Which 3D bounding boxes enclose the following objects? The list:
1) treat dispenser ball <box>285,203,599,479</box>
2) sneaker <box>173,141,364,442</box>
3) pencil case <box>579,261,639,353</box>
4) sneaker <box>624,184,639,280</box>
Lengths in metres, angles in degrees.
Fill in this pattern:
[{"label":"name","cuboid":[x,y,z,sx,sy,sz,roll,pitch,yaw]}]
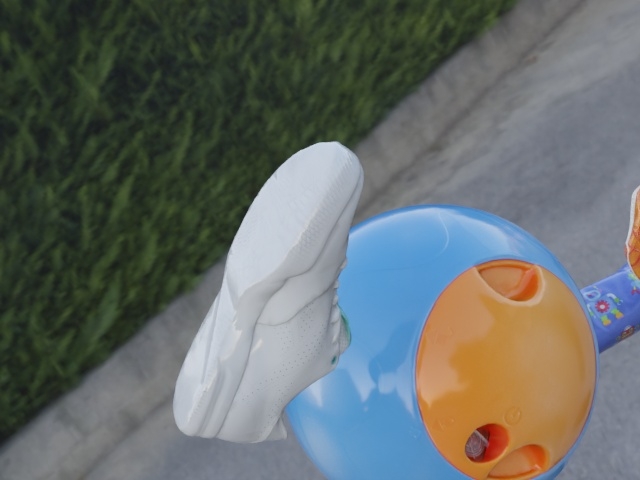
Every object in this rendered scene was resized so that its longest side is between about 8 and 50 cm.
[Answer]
[{"label":"treat dispenser ball","cuboid":[0.105,0.110,0.862,0.288,0.288,0.288,-28,17,9]},{"label":"sneaker","cuboid":[-0.013,0.039,0.596,0.212,0.094,0.080,-62,26,21]},{"label":"pencil case","cuboid":[0.523,0.132,1.747,0.306,0.119,0.133,-28,57,-13]},{"label":"sneaker","cuboid":[0.539,-0.006,1.537,0.064,0.175,0.067,-16,23,-22]}]
